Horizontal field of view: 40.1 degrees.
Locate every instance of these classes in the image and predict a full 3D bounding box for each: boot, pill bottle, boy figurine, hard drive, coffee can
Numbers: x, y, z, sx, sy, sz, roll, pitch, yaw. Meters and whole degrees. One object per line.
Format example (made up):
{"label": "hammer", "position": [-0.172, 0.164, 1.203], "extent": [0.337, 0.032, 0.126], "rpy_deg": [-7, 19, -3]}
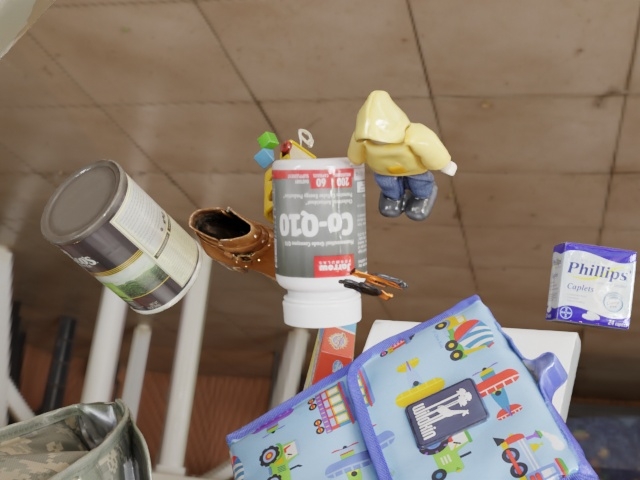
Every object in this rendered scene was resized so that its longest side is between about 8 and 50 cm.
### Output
{"label": "boot", "position": [-0.094, 0.001, 1.643], "extent": [0.283, 0.109, 0.220], "rpy_deg": [10, 163, 15]}
{"label": "pill bottle", "position": [0.000, 0.000, 1.510], "extent": [0.161, 0.283, 0.161], "rpy_deg": [-2, -174, 0]}
{"label": "boy figurine", "position": [0.124, -0.131, 1.376], "extent": [0.177, 0.092, 0.285], "rpy_deg": [10, 159, 18]}
{"label": "hard drive", "position": [0.218, 0.239, 1.405], "extent": [0.353, 0.233, 0.047], "rpy_deg": [0, 139, 30]}
{"label": "coffee can", "position": [-0.400, -0.003, 1.792], "extent": [0.201, 0.201, 0.275], "rpy_deg": [-6, 143, 32]}

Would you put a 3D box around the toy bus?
{"label": "toy bus", "position": [-0.062, -0.112, 1.738], "extent": [0.104, 0.191, 0.202], "rpy_deg": [-36, 171, 29]}

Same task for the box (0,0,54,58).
{"label": "box", "position": [-0.423, -0.307, 1.051], "extent": [0.311, 0.121, 0.148], "rpy_deg": [-24, 102, 41]}

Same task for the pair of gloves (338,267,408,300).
{"label": "pair of gloves", "position": [0.065, 0.053, 1.082], "extent": [0.074, 0.010, 0.083], "rpy_deg": [18, 160, -12]}

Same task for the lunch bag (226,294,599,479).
{"label": "lunch bag", "position": [0.085, 0.193, 0.730], "extent": [0.293, 0.221, 0.138], "rpy_deg": [-37, 123, 10]}

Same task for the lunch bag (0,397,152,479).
{"label": "lunch bag", "position": [-0.205, 0.262, 0.656], "extent": [0.169, 0.235, 0.287], "rpy_deg": [-3, -177, 13]}

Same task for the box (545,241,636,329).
{"label": "box", "position": [0.466, 0.079, 1.511], "extent": [0.126, 0.137, 0.072], "rpy_deg": [8, 173, 2]}

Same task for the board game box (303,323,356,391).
{"label": "board game box", "position": [0.011, 0.283, 1.839], "extent": [0.064, 0.242, 0.316], "rpy_deg": [13, 121, -2]}
